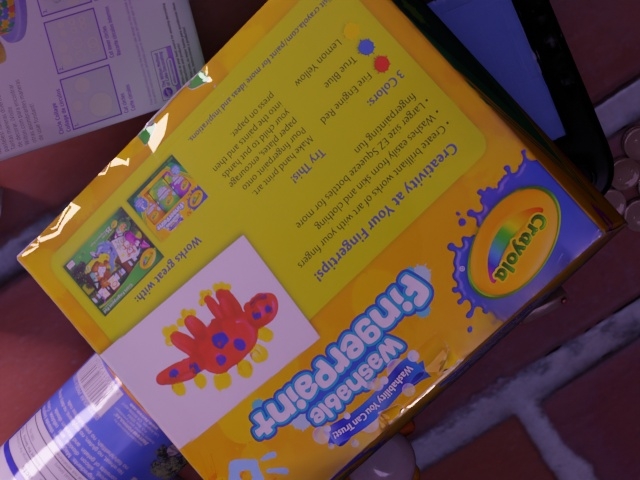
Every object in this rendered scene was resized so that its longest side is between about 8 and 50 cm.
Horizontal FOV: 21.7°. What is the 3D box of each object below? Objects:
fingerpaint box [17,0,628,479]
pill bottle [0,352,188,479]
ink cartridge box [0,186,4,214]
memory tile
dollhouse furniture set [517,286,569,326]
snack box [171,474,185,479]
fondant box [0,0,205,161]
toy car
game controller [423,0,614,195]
[{"bbox_3d":[0.000,0.000,1.595,0.445,0.163,0.371,-45,81,16],"label":"fingerpaint box"},{"bbox_3d":[-0.246,0.234,1.741,0.152,0.152,0.272,42,97,-18],"label":"pill bottle"},{"bbox_3d":[-0.445,-0.001,1.668,0.219,0.092,0.160,15,104,-13],"label":"ink cartridge box"},{"bbox_3d":[0.379,-0.056,1.820,0.148,0.012,0.113,20,103,-13],"label":"memory tile"},{"bbox_3d":[0.141,0.031,1.749,0.184,0.129,0.129,-26,109,0],"label":"dollhouse furniture set"},{"bbox_3d":[-0.196,0.320,1.835,0.100,0.037,0.141,36,99,-19],"label":"snack box"},{"bbox_3d":[-0.293,-0.209,1.581,0.330,0.096,0.238,-21,110,-21],"label":"fondant box"},{"bbox_3d":[0.017,0.215,1.794,0.182,0.159,0.136,4,72,-10],"label":"toy car"},{"bbox_3d":[0.165,-0.164,1.650,0.166,0.067,0.319,-21,83,-1],"label":"game controller"}]
